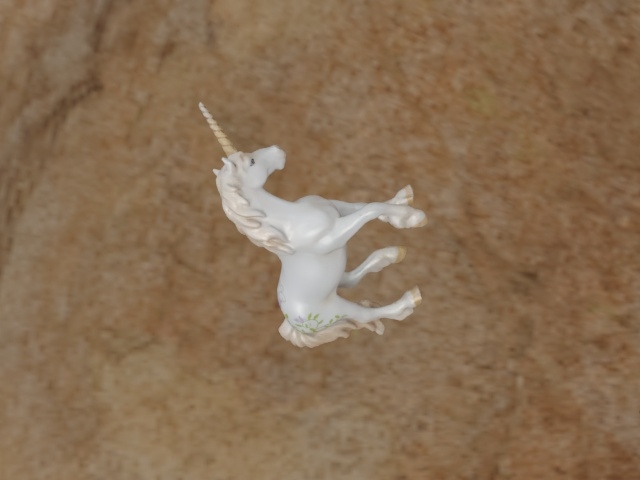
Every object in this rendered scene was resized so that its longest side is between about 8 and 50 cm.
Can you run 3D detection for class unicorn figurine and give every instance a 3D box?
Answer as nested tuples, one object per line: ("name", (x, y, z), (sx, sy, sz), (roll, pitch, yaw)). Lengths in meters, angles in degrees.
("unicorn figurine", (0.000, 0.000, 0.972), (0.060, 0.111, 0.162), (-120, 23, -60))
